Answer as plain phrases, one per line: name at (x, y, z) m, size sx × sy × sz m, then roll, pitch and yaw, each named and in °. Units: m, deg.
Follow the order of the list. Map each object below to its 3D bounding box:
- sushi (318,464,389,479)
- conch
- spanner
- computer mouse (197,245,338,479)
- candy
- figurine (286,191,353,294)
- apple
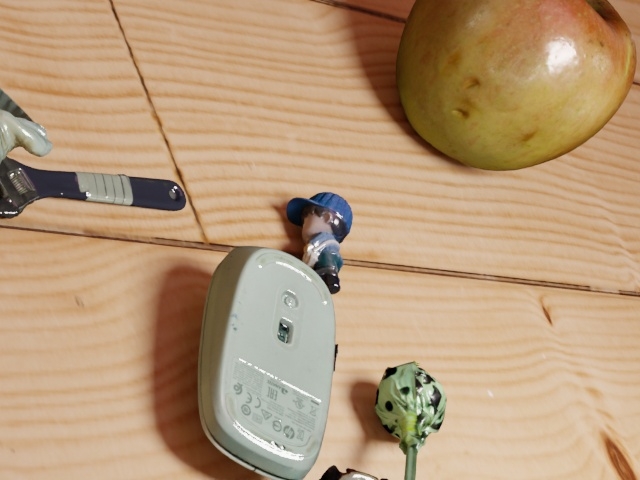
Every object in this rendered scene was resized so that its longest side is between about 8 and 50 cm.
sushi at (0.023, 0.291, 1.882) m, size 0.094 × 0.084 × 0.098 m, roll 31°, pitch 32°, yaw -19°
conch at (-0.382, -0.115, 1.792) m, size 0.200 × 0.131 × 0.172 m, roll 40°, pitch 3°, yaw -37°
spanner at (-0.264, -0.055, 1.965) m, size 0.315 × 0.024 × 0.087 m, roll 5°, pitch 54°, yaw -48°
computer mouse at (-0.068, 0.133, 1.931) m, size 0.159 × 0.097 × 0.288 m, roll 31°, pitch 48°, yaw -28°
candy at (0.097, 0.225, 1.978) m, size 0.305 × 0.083 × 0.091 m, roll -77°, pitch 144°, yaw -69°
figurine at (0.009, -0.001, 2.176) m, size 0.077 × 0.079 × 0.136 m, roll 75°, pitch -2°, yaw -51°
apple at (0.274, -0.252, 2.545) m, size 0.338 × 0.305 × 0.338 m, roll 37°, pitch 20°, yaw -16°
